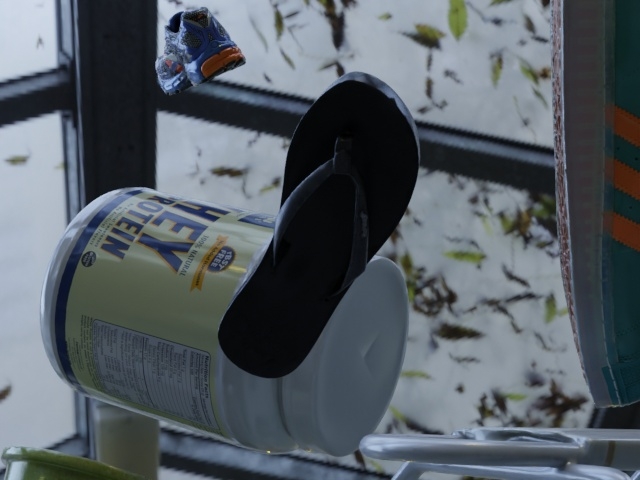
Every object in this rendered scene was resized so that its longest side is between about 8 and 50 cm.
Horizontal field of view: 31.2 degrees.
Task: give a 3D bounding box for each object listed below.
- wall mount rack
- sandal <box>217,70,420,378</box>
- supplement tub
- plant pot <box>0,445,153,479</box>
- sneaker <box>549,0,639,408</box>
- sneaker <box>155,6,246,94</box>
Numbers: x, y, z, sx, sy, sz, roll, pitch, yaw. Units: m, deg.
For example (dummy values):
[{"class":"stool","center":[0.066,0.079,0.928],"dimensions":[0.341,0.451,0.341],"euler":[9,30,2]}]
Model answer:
[{"class":"wall mount rack","center":[0.152,0.178,0.691],"dimensions":[0.350,0.130,0.304],"euler":[7,-11,-29]},{"class":"sandal","center":[0.001,0.001,0.845],"dimensions":[0.097,0.054,0.254],"euler":[23,-68,-1]},{"class":"supplement tub","center":[-0.097,0.083,1.178],"dimensions":[0.325,0.235,0.235],"euler":[12,-42,28]},{"class":"plant pot","center":[-0.241,0.377,1.165],"dimensions":[0.276,0.253,0.276],"euler":[16,-24,7]},{"class":"sneaker","center":[0.206,-0.040,0.700],"dimensions":[0.121,0.108,0.302],"euler":[-3,-75,7]},{"class":"sneaker","center":[-0.152,-0.232,1.372],"dimensions":[0.083,0.221,0.087],"euler":[-28,-79,-21]}]
